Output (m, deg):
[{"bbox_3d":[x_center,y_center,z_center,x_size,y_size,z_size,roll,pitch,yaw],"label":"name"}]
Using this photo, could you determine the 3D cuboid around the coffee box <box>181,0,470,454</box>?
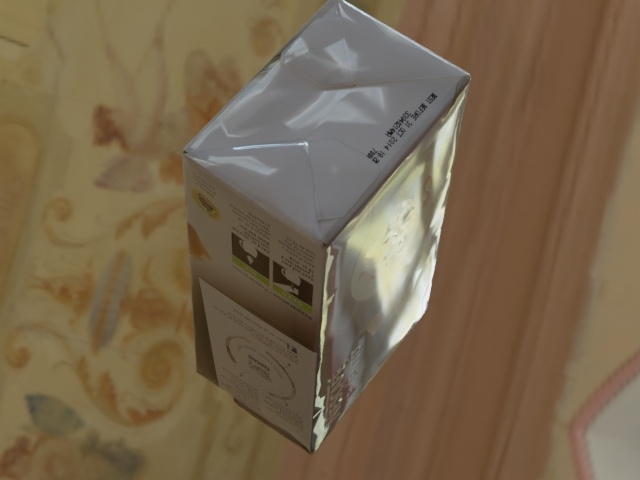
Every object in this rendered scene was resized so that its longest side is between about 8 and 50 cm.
[{"bbox_3d":[0.000,0.000,0.879,0.141,0.098,0.246,-48,-20,-28],"label":"coffee box"}]
